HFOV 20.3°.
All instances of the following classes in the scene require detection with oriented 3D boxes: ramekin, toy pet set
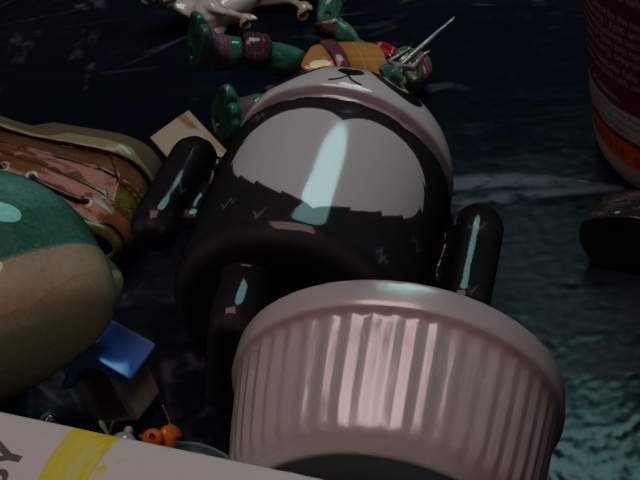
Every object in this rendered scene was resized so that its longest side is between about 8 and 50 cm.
[{"bbox_3d":[0.042,0.128,1.080,0.207,0.207,0.109,0,51,14],"label":"ramekin"},{"bbox_3d":[-0.153,0.109,1.229,0.122,0.065,0.114,-8,28,30],"label":"toy pet set"}]

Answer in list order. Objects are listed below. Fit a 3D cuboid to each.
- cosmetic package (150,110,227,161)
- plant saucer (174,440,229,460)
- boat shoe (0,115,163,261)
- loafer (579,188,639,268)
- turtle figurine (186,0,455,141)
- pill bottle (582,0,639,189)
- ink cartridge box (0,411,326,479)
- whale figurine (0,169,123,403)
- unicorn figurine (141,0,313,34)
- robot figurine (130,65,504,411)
[{"bbox_3d":[-0.084,-0.048,1.419,0.041,0.060,0.115,-37,45,-6],"label":"cosmetic package"},{"bbox_3d":[-0.104,0.183,1.185,0.119,0.021,0.119,-8,39,6],"label":"plant saucer"},{"bbox_3d":[-0.283,-0.040,1.424,0.307,0.110,0.104,2,41,17],"label":"boat shoe"},{"bbox_3d":[0.276,-0.013,1.291,0.170,0.062,0.061,9,39,22],"label":"loafer"},{"bbox_3d":[0.016,-0.146,1.468,0.234,0.118,0.175,-11,41,-21],"label":"turtle figurine"},{"bbox_3d":[0.295,-0.235,1.286,0.224,0.392,0.224,-7,40,6],"label":"pill bottle"},{"bbox_3d":[-0.133,0.260,0.983,0.385,0.160,0.279,9,49,23],"label":"ink cartridge box"},{"bbox_3d":[-0.241,0.042,1.201,0.216,0.272,0.141,-22,79,-19],"label":"whale figurine"},{"bbox_3d":[-0.084,-0.216,1.632,0.162,0.060,0.111,-18,37,-32],"label":"unicorn figurine"},{"bbox_3d":[-0.002,-0.002,1.256,0.173,0.209,0.278,-31,26,38],"label":"robot figurine"}]
